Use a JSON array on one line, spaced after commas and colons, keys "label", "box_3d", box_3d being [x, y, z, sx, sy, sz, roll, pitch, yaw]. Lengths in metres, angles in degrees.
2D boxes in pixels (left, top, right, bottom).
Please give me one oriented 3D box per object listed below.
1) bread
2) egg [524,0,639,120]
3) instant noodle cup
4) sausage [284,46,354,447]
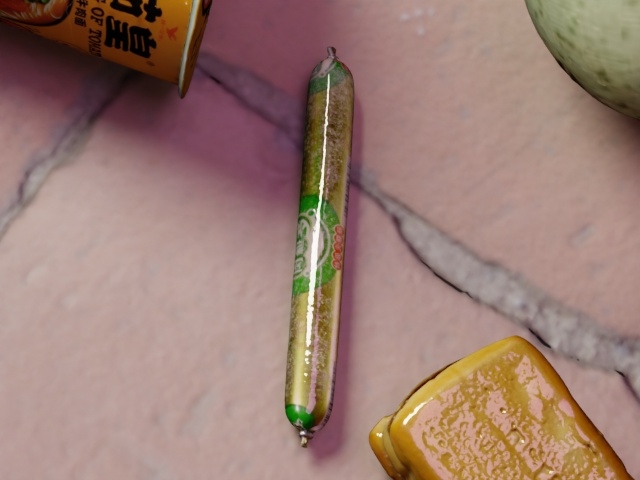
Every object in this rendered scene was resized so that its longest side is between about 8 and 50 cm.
[{"label": "bread", "box_3d": [0.129, 0.162, 1.181, 0.116, 0.077, 0.200, -37, 89, -25]}, {"label": "egg", "box_3d": [0.265, -0.254, 1.240, 0.287, 0.287, 0.379, 34, 72, -5]}, {"label": "instant noodle cup", "box_3d": [-0.137, -0.208, 1.152, 0.172, 0.216, 0.216, 13, 70, -3]}, {"label": "sausage", "box_3d": [0.000, 0.000, 1.215, 0.032, 0.033, 0.269, 9, 71, -15]}]
